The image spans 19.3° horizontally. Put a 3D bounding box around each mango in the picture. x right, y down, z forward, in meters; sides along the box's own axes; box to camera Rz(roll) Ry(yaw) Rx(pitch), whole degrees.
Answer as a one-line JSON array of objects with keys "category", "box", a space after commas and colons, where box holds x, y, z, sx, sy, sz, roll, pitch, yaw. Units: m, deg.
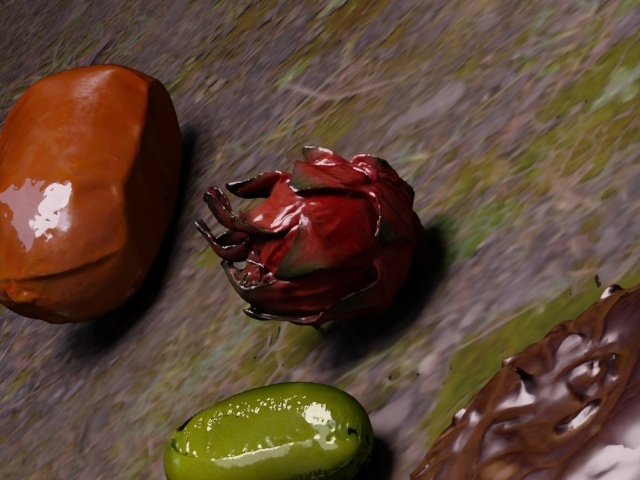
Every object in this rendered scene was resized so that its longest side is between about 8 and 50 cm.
[{"category": "mango", "box": [-0.029, 0.139, 1.199, 0.165, 0.074, 0.091, -9, 44, 40]}]

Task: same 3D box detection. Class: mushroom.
[{"category": "mushroom", "box": [0.147, 0.124, 0.815, 0.297, 0.163, 0.278, -41, 28, 3]}]

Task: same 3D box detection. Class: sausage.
[{"category": "sausage", "box": [-0.203, -0.041, 1.615, 0.141, 0.153, 0.268, -7, 42, 17]}]

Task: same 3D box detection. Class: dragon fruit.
[{"category": "dragon fruit", "box": [-0.001, -0.001, 1.262, 0.142, 0.130, 0.121, -37, -10, 14]}]
